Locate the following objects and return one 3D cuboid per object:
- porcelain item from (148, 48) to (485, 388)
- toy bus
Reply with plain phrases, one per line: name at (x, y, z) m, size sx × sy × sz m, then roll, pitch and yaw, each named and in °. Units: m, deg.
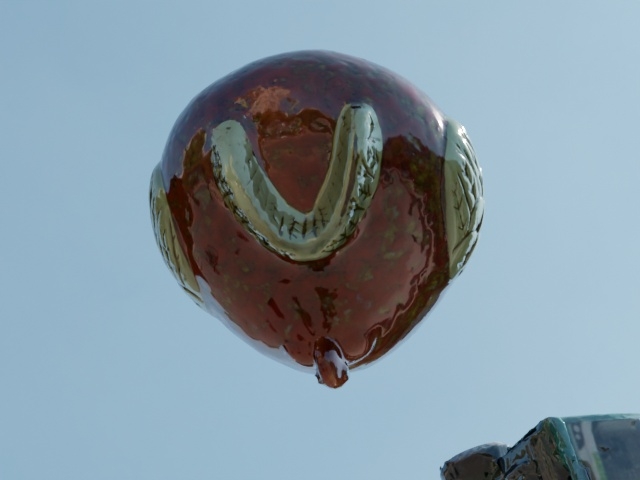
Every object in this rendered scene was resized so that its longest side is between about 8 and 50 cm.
porcelain item at (0.000, 0.000, 1.349) m, size 0.253 × 0.253 × 0.253 m, roll 4°, pitch -42°, yaw 3°
toy bus at (0.087, 0.161, 0.918) m, size 0.109 × 0.091 × 0.261 m, roll -4°, pitch -23°, yaw -28°
